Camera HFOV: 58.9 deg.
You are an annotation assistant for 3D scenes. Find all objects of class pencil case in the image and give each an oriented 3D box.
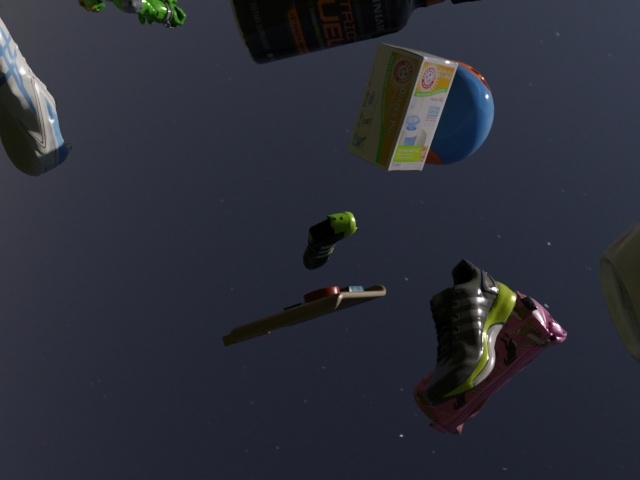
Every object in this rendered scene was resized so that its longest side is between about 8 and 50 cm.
[{"bbox_3d":[0.400,0.300,1.375,0.386,0.167,0.160,-47,-112,13],"label":"pencil case"}]

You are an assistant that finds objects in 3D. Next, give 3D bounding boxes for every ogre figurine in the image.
[{"bbox_3d":[-0.305,-0.382,0.829,0.097,0.197,0.118,-33,-171,19],"label":"ogre figurine"}]

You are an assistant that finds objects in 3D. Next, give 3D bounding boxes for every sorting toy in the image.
[{"bbox_3d":[-0.057,0.132,1.009,0.307,0.229,0.041,-21,-99,24],"label":"sorting toy"}]

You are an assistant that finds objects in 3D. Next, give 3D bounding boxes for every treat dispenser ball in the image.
[{"bbox_3d":[0.332,-0.354,1.575,0.288,0.288,0.288,-23,-127,34],"label":"treat dispenser ball"}]

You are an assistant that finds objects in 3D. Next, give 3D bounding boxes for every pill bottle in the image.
[{"bbox_3d":[0.023,-0.301,0.673,0.246,0.130,0.130,-11,-124,8],"label":"pill bottle"}]

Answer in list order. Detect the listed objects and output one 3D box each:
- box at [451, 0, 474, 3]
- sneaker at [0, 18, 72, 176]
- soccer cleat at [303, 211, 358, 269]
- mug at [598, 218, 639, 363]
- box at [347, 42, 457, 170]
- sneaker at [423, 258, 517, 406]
[{"bbox_3d":[0.309,-0.487,0.666,0.212,0.293,0.395,-46,-147,-17],"label":"box"},{"bbox_3d":[-0.393,-0.197,0.724,0.085,0.237,0.086,9,-139,18],"label":"sneaker"},{"bbox_3d":[0.000,0.000,1.056,0.179,0.072,0.060,-47,-128,47],"label":"soccer cleat"},{"bbox_3d":[0.600,0.094,0.799,0.328,0.374,0.276,-16,-154,13],"label":"mug"},{"bbox_3d":[0.146,-0.238,1.020,0.103,0.114,0.203,33,-63,37],"label":"box"},{"bbox_3d":[0.226,0.149,0.948,0.111,0.121,0.300,-45,-176,44],"label":"sneaker"}]
